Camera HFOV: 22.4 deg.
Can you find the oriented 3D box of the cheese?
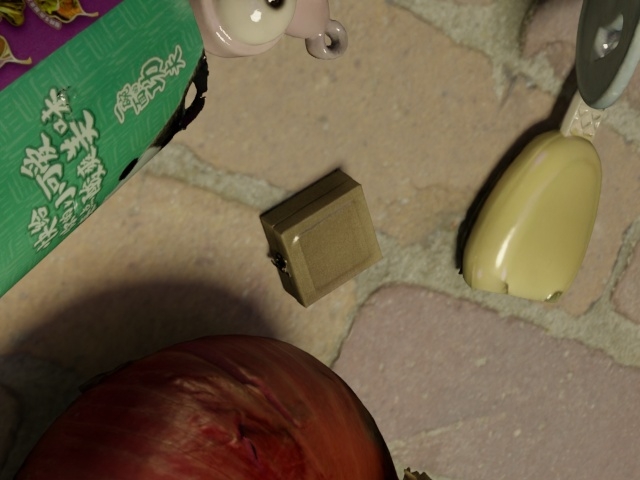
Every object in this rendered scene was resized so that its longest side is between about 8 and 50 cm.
[{"bbox_3d":[0.206,-0.068,1.376,0.127,0.054,0.252,10,107,-43],"label":"cheese"}]

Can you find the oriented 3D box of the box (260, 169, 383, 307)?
[{"bbox_3d":[0.000,0.000,1.271,0.083,0.035,0.079,-31,129,-18],"label":"box"}]

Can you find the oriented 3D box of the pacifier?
[{"bbox_3d":[0.188,-0.248,1.202,0.225,0.238,0.287,13,89,-8],"label":"pacifier"}]

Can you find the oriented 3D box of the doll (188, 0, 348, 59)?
[{"bbox_3d":[-0.085,-0.241,1.026,0.365,0.094,0.160,47,58,-37],"label":"doll"}]

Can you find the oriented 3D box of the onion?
[{"bbox_3d":[-0.083,0.237,1.185,0.353,0.353,0.354,-17,123,-28],"label":"onion"}]

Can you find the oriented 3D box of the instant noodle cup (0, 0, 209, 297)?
[{"bbox_3d":[-0.196,-0.099,0.945,0.190,0.251,0.251,-39,132,-25],"label":"instant noodle cup"}]
